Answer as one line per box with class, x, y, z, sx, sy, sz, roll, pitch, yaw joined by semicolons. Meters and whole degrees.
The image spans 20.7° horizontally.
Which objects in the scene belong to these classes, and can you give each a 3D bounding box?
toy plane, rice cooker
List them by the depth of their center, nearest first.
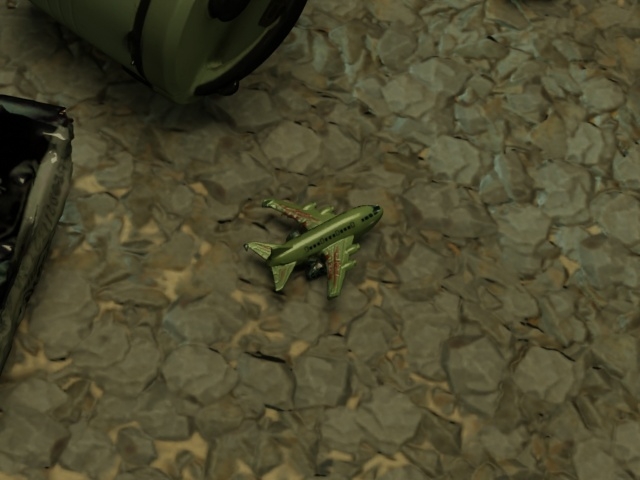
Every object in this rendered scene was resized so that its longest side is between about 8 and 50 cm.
toy plane;0.000;0.000;1.359;0.111;0.040;0.102;-23;65;-23
rice cooker;-0.116;-0.242;1.399;0.244;0.226;0.226;35;58;18

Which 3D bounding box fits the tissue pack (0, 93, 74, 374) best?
tissue pack;-0.360;-0.027;1.272;0.332;0.123;0.245;14;58;0
